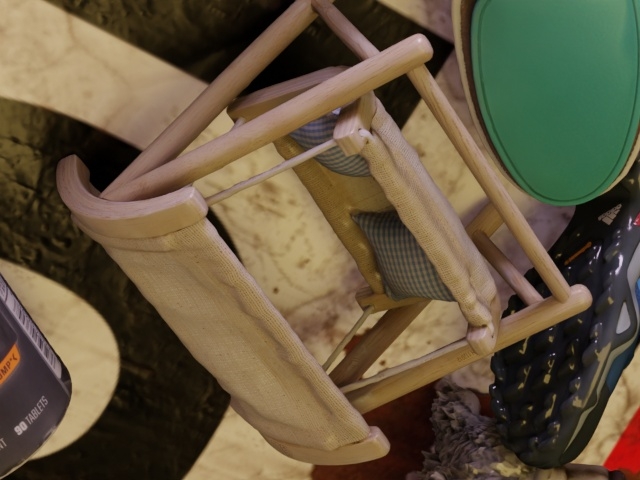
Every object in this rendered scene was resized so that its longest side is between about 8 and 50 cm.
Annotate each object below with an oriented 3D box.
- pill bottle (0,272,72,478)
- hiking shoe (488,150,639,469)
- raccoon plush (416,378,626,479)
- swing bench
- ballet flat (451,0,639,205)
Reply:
[{"bbox_3d":[-0.273,0.038,1.086,0.130,0.130,0.245,-31,121,-3],"label":"pill bottle"},{"bbox_3d":[0.227,0.030,1.235,0.132,0.113,0.304,22,86,-35],"label":"hiking shoe"},{"bbox_3d":[0.077,0.329,1.331,0.446,0.216,0.299,-41,110,8],"label":"raccoon plush"},{"bbox_3d":[0.000,0.000,1.145,0.255,0.165,0.253,-37,122,1],"label":"swing bench"},{"bbox_3d":[0.135,-0.210,1.109,0.139,0.139,0.400,-26,125,-6],"label":"ballet flat"}]
